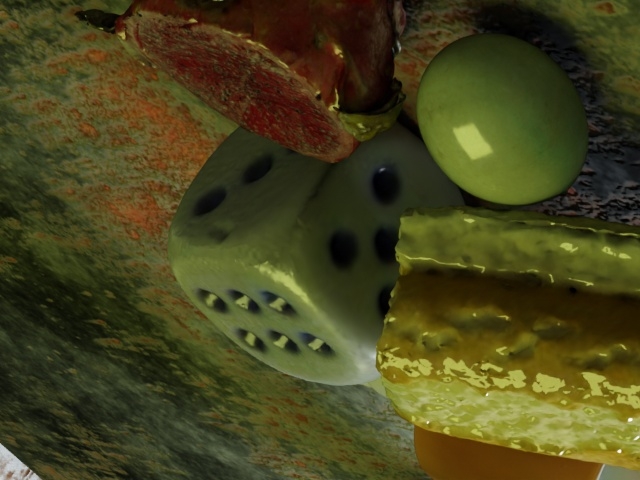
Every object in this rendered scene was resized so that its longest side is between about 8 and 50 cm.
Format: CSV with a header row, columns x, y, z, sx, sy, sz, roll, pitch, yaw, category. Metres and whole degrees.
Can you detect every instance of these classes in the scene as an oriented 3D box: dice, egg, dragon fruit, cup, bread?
x,y,z,sx,sy,sz,roll,pitch,yaw,category
0.000,0.000,1.527,0.193,0.192,0.194,5,145,50,dice
0.134,-0.085,1.284,0.114,0.114,0.152,5,149,49,egg
-0.041,-0.176,1.330,0.282,0.147,0.211,24,164,29,dragon fruit
0.235,0.212,1.670,0.264,0.182,0.226,20,171,44,cup
0.241,0.086,1.336,0.375,0.165,0.236,8,162,15,bread

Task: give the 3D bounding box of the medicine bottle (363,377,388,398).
x,y,z,sx,sy,sz,roll,pitch,yaw,category
0.098,0.086,1.635,0.237,0.139,0.139,5,144,53,medicine bottle
